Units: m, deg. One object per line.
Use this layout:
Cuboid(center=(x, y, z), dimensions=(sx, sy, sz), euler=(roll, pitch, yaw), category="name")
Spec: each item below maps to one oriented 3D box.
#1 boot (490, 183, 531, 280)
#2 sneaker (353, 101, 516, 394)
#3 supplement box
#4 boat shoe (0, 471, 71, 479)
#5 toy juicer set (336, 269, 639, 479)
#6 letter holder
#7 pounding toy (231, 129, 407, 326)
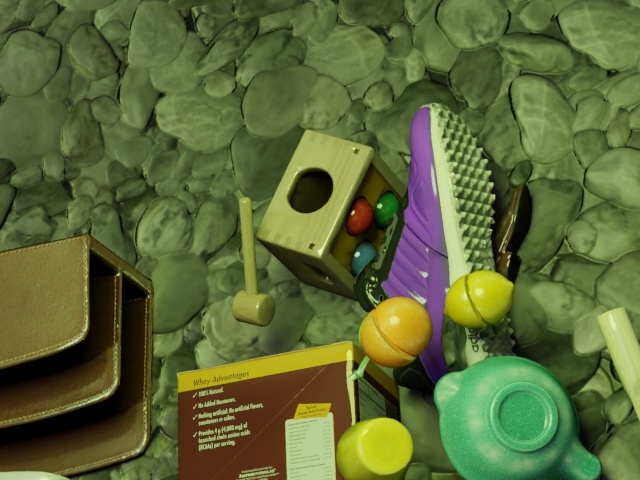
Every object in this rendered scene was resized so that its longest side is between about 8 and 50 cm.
Cuboid(center=(0.152, -0.012, 1.955), dimensions=(0.114, 0.037, 0.106), euler=(6, 72, 31), category="boot")
Cuboid(center=(0.096, 0.013, 1.900), dimensions=(0.146, 0.102, 0.293), euler=(-12, 79, 27), category="sneaker")
Cuboid(center=(-0.029, 0.223, 1.871), dimensions=(0.191, 0.129, 0.194), euler=(-12, 63, 20), category="supplement box")
Cuboid(center=(-0.381, 0.296, 2.019), dimensions=(0.258, 0.095, 0.084), euler=(-9, 59, 22), category="boat shoe")
Cuboid(center=(0.180, 0.136, 1.796), dimensions=(0.329, 0.089, 0.209), euler=(3, 73, -8), category="toy juicer set")
Cuboid(center=(-0.345, 0.141, 2.043), dimensions=(0.302, 0.152, 0.214), euler=(-11, 65, 20), category="letter holder")
Cuboid(center=(-0.006, 0.001, 1.933), dimensions=(0.094, 0.181, 0.206), euler=(18, 75, 30), category="pounding toy")
